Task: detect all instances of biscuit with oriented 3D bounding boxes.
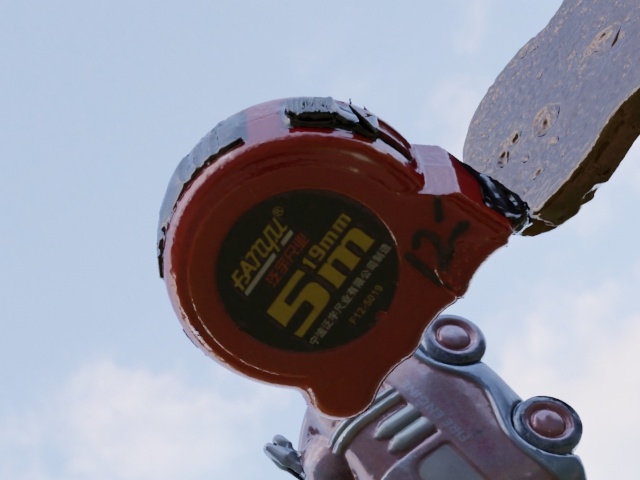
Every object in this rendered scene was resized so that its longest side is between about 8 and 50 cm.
[{"bbox_3d":[0.224,-0.121,1.395,0.049,0.273,0.257,31,-73,-21],"label":"biscuit"}]

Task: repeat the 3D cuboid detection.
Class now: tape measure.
[{"bbox_3d":[0.000,0.000,1.253,0.260,0.114,0.253,32,-71,-16],"label":"tape measure"}]

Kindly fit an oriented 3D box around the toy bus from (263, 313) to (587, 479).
[{"bbox_3d":[0.105,0.234,1.542,0.232,0.294,0.197,-25,-36,-33],"label":"toy bus"}]
